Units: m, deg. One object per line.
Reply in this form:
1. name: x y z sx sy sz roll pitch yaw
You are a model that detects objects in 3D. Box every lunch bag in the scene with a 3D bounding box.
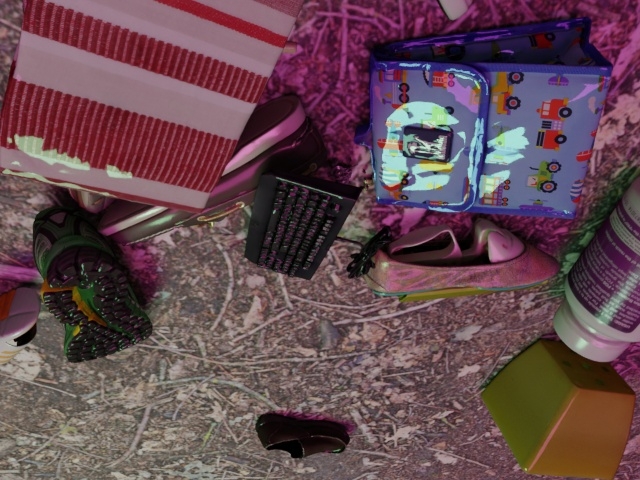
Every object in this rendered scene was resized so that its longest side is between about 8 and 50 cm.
1. lunch bag: 0.190 -0.151 0.769 0.293 0.138 0.221 0 134 9

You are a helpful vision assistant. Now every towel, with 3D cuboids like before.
1. towel: 0.255 0.080 0.999 0.237 0.021 0.102 -6 168 -2
2. towel: -0.171 -0.175 0.587 0.237 0.037 0.329 12 128 -29

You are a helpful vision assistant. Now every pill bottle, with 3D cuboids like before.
1. pill bottle: 0.505 0.055 0.946 0.169 0.169 0.301 7 130 -14

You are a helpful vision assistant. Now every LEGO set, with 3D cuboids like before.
1. LEGO set: 0.041 -0.092 0.848 0.083 0.023 0.054 3 131 -10

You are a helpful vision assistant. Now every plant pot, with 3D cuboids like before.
1. plant pot: 0.484 0.320 1.165 0.212 0.212 0.187 10 117 -16

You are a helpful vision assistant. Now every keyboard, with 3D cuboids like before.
1. keyboard: 0.000 0.000 0.815 0.201 0.033 0.317 11 158 -7

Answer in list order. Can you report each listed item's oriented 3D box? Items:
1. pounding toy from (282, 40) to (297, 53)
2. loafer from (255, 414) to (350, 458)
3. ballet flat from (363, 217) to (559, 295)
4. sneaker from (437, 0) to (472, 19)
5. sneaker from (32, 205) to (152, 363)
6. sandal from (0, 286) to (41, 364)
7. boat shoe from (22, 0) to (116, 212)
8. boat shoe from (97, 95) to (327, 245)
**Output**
1. pounding toy: -0.082 -0.284 0.615 0.206 0.094 0.181 -33 128 23
2. loafer: -0.038 0.441 1.275 0.220 0.078 0.080 14 128 -19
3. ballet flat: 0.226 0.023 0.928 0.316 0.107 0.106 -7 118 -3
4. sneaker: 0.129 -0.361 0.566 0.123 0.106 0.290 -19 130 12
5. sneaker: -0.342 0.074 0.889 0.134 0.146 0.343 -17 150 -23
6. sandal: -0.529 0.156 0.950 0.265 0.102 0.076 -21 133 22
7. boat shoe: -0.273 -0.180 0.682 0.116 0.123 0.324 25 128 11
8. boat shoe: -0.146 -0.071 0.785 0.324 0.116 0.096 -29 126 10
